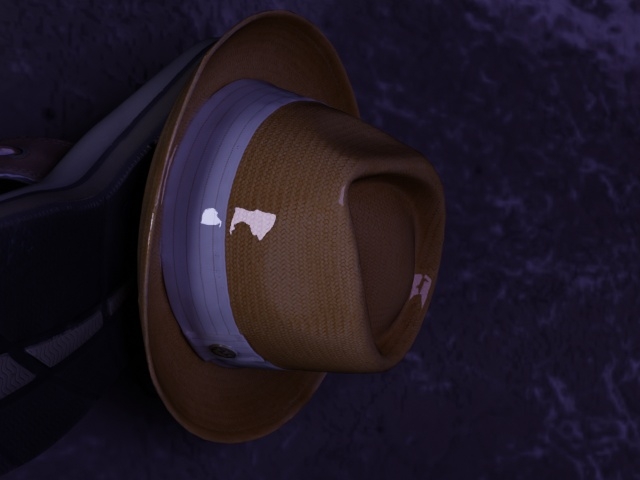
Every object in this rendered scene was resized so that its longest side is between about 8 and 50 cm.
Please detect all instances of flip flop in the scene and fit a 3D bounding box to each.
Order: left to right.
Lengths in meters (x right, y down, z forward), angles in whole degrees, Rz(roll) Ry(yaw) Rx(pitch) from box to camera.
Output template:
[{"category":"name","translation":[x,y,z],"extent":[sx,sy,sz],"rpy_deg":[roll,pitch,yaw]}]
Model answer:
[{"category":"flip flop","translation":[-0.111,-0.002,0.785],"extent":[0.277,0.080,0.112],"rpy_deg":[-46,142,-44]}]

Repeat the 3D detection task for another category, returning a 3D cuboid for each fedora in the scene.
[{"category":"fedora","translation":[0.000,0.000,0.821],"extent":[0.194,0.079,0.194],"rpy_deg":[-30,125,-56]}]
